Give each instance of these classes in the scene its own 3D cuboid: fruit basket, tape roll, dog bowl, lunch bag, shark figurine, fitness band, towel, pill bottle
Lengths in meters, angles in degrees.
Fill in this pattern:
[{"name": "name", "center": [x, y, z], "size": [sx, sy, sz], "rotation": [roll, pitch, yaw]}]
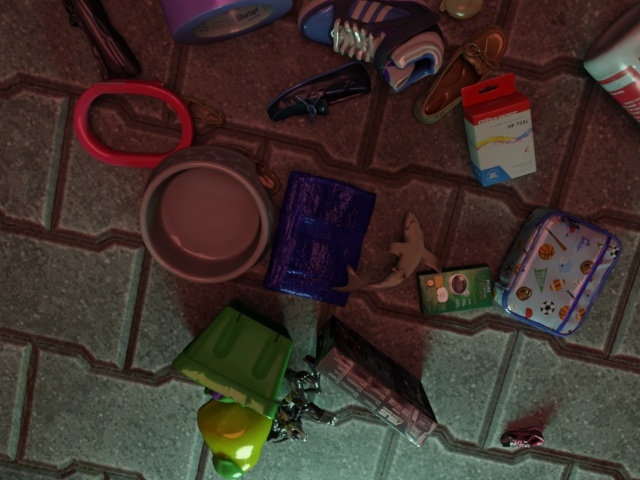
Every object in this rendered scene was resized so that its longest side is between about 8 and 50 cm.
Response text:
[{"name": "fruit basket", "center": [-0.214, 0.348, 1.300], "size": [0.283, 0.392, 0.391], "rotation": [30, 99, -4]}, {"name": "tape roll", "center": [-0.204, -0.518, 1.202], "size": [0.275, 0.275, 0.090], "rotation": [-18, 99, 4]}, {"name": "dog bowl", "center": [-0.274, -0.052, 1.340], "size": [0.349, 0.102, 0.348], "rotation": [0, 110, 1]}, {"name": "lunch bag", "center": [0.592, 0.074, 1.372], "size": [0.243, 0.115, 0.303], "rotation": [25, 100, -5]}, {"name": "shark figurine", "center": [0.177, 0.075, 1.371], "size": [0.278, 0.116, 0.166], "rotation": [-40, 85, -21]}, {"name": "fitness band", "center": [-0.450, -0.281, 1.335], "size": [0.291, 0.054, 0.208], "rotation": [3, 118, 2]}, {"name": "towel", "center": [0.000, 0.000, 1.361], "size": [0.228, 0.076, 0.307], "rotation": [14, 96, -12]}, {"name": "pill bottle", "center": [0.818, -0.342, 1.238], "size": [0.408, 0.229, 0.229], "rotation": [42, 98, -6]}]

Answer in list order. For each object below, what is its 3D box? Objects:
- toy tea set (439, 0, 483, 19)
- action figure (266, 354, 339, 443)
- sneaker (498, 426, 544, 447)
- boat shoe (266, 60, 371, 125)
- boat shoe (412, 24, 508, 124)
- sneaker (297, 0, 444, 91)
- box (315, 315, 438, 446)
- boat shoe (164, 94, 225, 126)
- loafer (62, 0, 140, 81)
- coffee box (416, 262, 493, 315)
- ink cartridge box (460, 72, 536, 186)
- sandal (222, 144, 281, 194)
[{"name": "toy tea set", "center": [0.260, -0.670, 1.272], "size": [0.336, 0.124, 0.200], "rotation": [26, 128, -6]}, {"name": "action figure", "center": [-0.046, 0.432, 1.386], "size": [0.141, 0.164, 0.275], "rotation": [33, 123, 30]}, {"name": "sneaker", "center": [0.539, 0.533, 1.475], "size": [0.120, 0.057, 0.047], "rotation": [-13, 101, 4]}, {"name": "boat shoe", "center": [-0.001, -0.339, 1.312], "size": [0.259, 0.109, 0.088], "rotation": [-25, 88, 7]}, {"name": "boat shoe", "center": [0.340, -0.389, 1.308], "size": [0.105, 0.089, 0.285], "rotation": [40, 98, -5]}, {"name": "sneaker", "center": [0.115, -0.437, 1.233], "size": [0.323, 0.130, 0.236], "rotation": [-3, 58, -3]}, {"name": "box", "center": [0.130, 0.334, 1.356], "size": [0.308, 0.242, 0.076], "rotation": [38, 98, -6]}, {"name": "boat shoe", "center": [-0.310, -0.318, 1.352], "size": [0.153, 0.048, 0.056], "rotation": [23, 99, -3]}, {"name": "loafer", "center": [-0.549, -0.507, 1.299], "size": [0.095, 0.109, 0.302], "rotation": [-30, 101, 10]}, {"name": "coffee box", "center": [0.345, 0.126, 1.418], "size": [0.184, 0.040, 0.113], "rotation": [-9, 100, 3]}, {"name": "ink cartridge box", "center": [0.419, -0.259, 1.299], "size": [0.134, 0.078, 0.230], "rotation": [-17, 120, 4]}, {"name": "sandal", "center": [-0.176, -0.176, 1.372], "size": [0.180, 0.049, 0.072], "rotation": [36, 98, -5]}]
